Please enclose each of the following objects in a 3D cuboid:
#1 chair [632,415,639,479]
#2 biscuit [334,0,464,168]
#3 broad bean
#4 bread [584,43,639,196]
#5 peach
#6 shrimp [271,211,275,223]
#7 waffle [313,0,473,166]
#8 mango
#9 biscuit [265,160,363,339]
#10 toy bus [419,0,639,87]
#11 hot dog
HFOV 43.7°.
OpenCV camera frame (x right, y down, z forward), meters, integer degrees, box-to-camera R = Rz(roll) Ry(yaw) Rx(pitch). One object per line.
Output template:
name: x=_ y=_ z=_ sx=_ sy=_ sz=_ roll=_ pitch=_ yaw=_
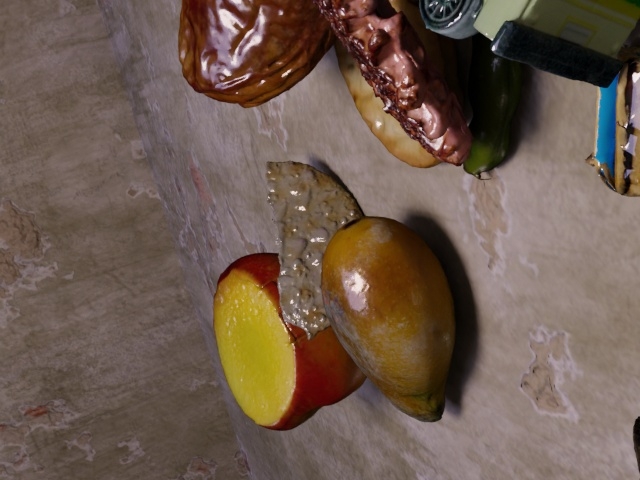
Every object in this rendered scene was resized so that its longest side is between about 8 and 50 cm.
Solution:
chair: x=0.293 y=0.193 z=0.554 sx=0.174 sy=0.149 sz=0.213 roll=62 pitch=163 yaw=17
biscuit: x=0.081 y=-0.192 z=0.891 sx=0.260 sy=0.041 sz=0.203 roll=46 pitch=153 yaw=50
broad bean: x=0.155 y=-0.149 z=0.719 sx=0.065 sy=0.046 sz=0.254 roll=-113 pitch=14 yaw=-48
bread: x=0.231 y=-0.085 z=0.579 sx=0.072 sy=0.053 sz=0.106 roll=-97 pitch=-1 yaw=-65
peach: x=-0.050 y=0.143 z=1.258 sx=0.275 sy=0.248 sz=0.245 roll=62 pitch=-157 yaw=4
shrimp: x=-0.044 y=-0.001 z=1.356 sx=0.056 sy=0.065 sz=0.165 roll=13 pitch=124 yaw=39
waffle: x=0.060 y=-0.166 z=0.721 sx=0.234 sy=0.055 sz=0.221 roll=53 pitch=-174 yaw=-21
mango: x=0.094 y=0.105 z=1.000 sx=0.193 sy=0.146 sz=0.316 roll=45 pitch=163 yaw=52
biscuit: x=0.000 y=0.001 z=1.139 sx=0.038 sy=0.141 sz=0.290 roll=57 pitch=-158 yaw=-62
toy bus: x=0.116 y=-0.242 z=0.566 sx=0.276 sy=0.133 sz=0.165 roll=54 pitch=126 yaw=38
hot dog: x=-0.063 y=-0.344 z=0.894 sx=0.267 sy=0.174 sz=0.387 roll=-120 pitch=33 yaw=-48
